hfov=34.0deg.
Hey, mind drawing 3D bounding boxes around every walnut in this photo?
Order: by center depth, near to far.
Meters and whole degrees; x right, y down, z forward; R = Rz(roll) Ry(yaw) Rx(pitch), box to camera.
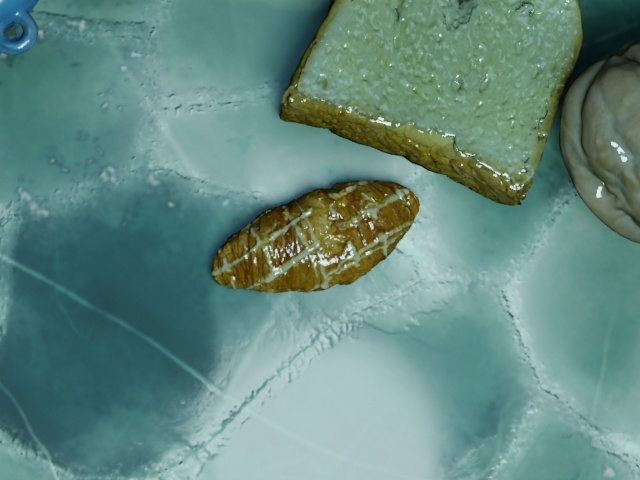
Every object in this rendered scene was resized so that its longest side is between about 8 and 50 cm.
[{"bbox_3d":[0.347,-0.097,1.049,0.224,0.224,0.224,1,85,-6],"label":"walnut"}]

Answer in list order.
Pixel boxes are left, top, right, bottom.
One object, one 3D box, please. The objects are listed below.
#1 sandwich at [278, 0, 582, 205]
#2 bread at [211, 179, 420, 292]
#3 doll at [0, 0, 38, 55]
[{"bbox_3d":[0.126,-0.194,1.094,0.273,0.095,0.249,22,79,-3],"label":"sandwich"},{"bbox_3d":[0.000,0.000,1.071,0.233,0.076,0.105,-19,85,-6],"label":"bread"},{"bbox_3d":[-0.397,-0.312,1.056,0.346,0.099,0.341,-33,76,-13],"label":"doll"}]
